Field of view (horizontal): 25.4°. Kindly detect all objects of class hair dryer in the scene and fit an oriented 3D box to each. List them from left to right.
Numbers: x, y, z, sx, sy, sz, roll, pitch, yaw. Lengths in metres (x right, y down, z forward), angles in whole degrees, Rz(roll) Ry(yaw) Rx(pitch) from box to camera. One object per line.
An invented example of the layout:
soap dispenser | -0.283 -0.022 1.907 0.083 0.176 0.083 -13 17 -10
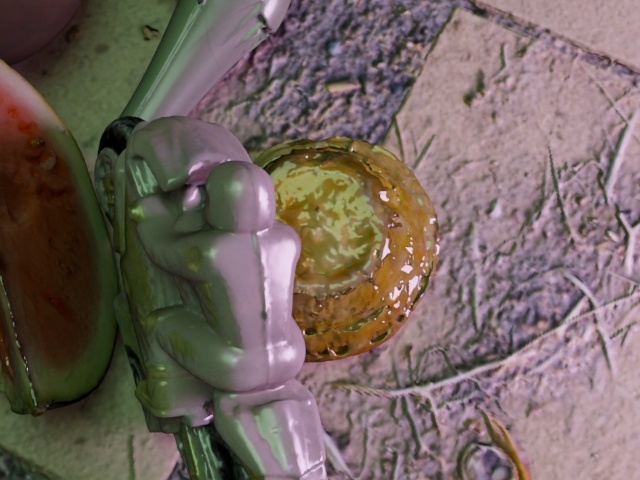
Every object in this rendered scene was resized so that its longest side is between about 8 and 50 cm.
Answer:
hair dryer | -0.136 -0.179 1.155 0.225 0.088 0.219 9 72 18

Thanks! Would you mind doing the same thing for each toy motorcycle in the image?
toy motorcycle | -0.076 0.040 0.982 0.108 0.223 0.341 -9 70 -31

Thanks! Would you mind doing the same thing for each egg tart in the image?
egg tart | 0.000 0.000 1.077 0.191 0.074 0.191 0 71 0

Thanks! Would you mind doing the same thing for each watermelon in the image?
watermelon | -0.254 -0.007 1.052 0.128 0.159 0.303 -23 82 20

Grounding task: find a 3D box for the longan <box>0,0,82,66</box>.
longan | -0.287 -0.225 1.104 0.220 0.196 0.196 8 69 -5
